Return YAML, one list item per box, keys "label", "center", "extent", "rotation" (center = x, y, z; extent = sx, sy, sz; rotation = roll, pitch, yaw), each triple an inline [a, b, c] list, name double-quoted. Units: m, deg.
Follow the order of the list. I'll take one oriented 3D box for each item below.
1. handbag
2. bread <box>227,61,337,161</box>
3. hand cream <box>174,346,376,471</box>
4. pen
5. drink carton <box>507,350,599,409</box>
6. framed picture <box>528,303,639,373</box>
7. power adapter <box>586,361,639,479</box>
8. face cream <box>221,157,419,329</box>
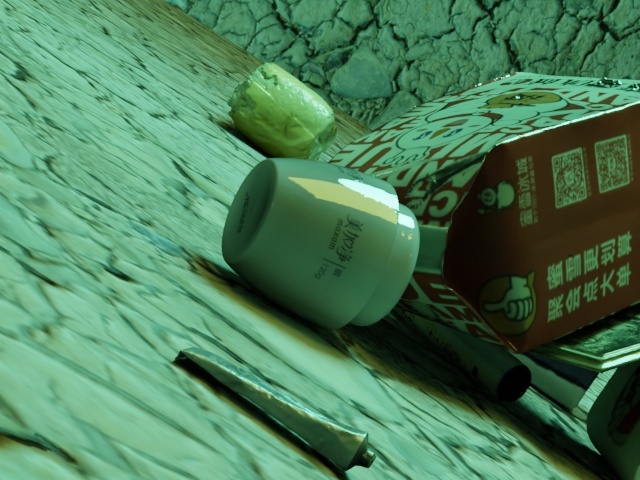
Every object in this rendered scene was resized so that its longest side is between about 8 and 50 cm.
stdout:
- label: "handbag"
  center: [0.108, -0.015, 1.125]
  extent: [0.298, 0.151, 0.171]
  rotation: [-19, 20, -41]
- label: "bread"
  center: [-0.040, -0.124, 1.728]
  extent: [0.106, 0.082, 0.125]
  rotation: [44, -3, 5]
- label: "hand cream"
  center: [-0.018, 0.066, 0.701]
  extent: [0.093, 0.019, 0.030]
  rotation: [32, 5, 7]
- label: "pen"
  center: [0.061, 0.038, 1.230]
  extent: [0.033, 0.033, 0.269]
  rotation: [27, 10, -45]
- label: "drink carton"
  center: [0.210, 0.004, 1.345]
  extent: [0.134, 0.222, 0.102]
  rotation: [35, 7, 10]
- label: "framed picture"
  center: [0.213, 0.050, 1.137]
  extent: [0.183, 0.011, 0.142]
  rotation: [-14, 13, -28]
- label: "power adapter"
  center: [0.264, 0.122, 1.173]
  extent: [0.125, 0.130, 0.205]
  rotation: [32, 6, -10]
- label: "face cream"
  center: [0.000, 0.000, 0.954]
  extent: [0.095, 0.091, 0.091]
  rotation: [23, 10, -23]
